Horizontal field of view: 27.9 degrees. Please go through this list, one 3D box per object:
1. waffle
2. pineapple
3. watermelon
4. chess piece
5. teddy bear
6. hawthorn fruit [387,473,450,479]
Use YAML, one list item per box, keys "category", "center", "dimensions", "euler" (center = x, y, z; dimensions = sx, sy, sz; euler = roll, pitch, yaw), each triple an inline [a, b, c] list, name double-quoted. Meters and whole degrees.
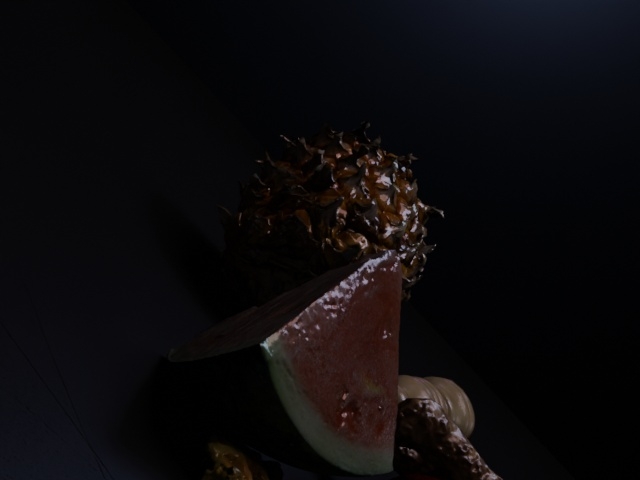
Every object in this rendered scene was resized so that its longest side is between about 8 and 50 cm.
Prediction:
- category: "waffle"
  center: [-0.024, 0.342, 1.365]
  dimensions: [0.307, 0.060, 0.312]
  euler: [47, 6, -10]
- category: "pineapple"
  center: [0.003, 0.002, 2.042]
  dimensions: [0.352, 0.352, 0.300]
  euler: [48, 33, -7]
- category: "watermelon"
  center: [0.000, 0.151, 1.486]
  dimensions: [0.283, 0.292, 0.250]
  euler: [35, 13, -18]
- category: "chess piece"
  center: [0.184, 0.310, 2.447]
  dimensions: [0.307, 0.124, 0.138]
  euler: [26, 55, -61]
- category: "teddy bear"
  center: [0.151, 0.385, 1.712]
  dimensions: [0.296, 0.222, 0.246]
  euler: [37, -31, -4]
- category: "hawthorn fruit"
  center: [0.114, 0.349, 1.337]
  dimensions: [0.189, 0.190, 0.251]
  euler: [54, -12, 32]
